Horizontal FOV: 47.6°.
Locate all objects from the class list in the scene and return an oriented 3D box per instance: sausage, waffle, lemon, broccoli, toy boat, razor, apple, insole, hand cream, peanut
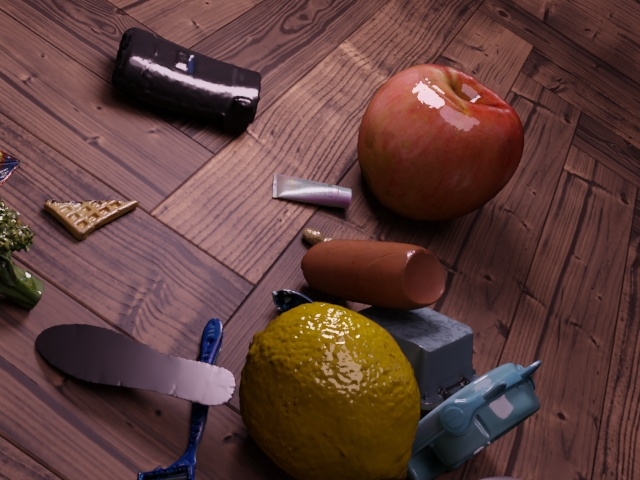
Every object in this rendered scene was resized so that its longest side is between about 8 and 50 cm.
[{"bbox_3d":[0.085,0.059,1.339,0.121,0.304,0.121,-2,94,-39],"label":"sausage"},{"bbox_3d":[-0.419,-0.066,1.339,0.097,0.023,0.152,42,45,10],"label":"waffle"},{"bbox_3d":[0.021,0.243,1.130,0.322,0.268,0.268,35,42,8],"label":"lemon"},{"bbox_3d":[-0.514,0.038,1.123,0.194,0.194,0.220,11,23,-22],"label":"broccoli"},{"bbox_3d":[-0.033,0.136,1.347,0.137,0.060,0.061,41,21,5],"label":"toy boat"},{"bbox_3d":[-0.293,-0.357,1.622,0.326,0.107,0.189,16,44,-19],"label":"razor"},{"bbox_3d":[0.260,-0.212,1.656,0.364,0.364,0.364,16,44,-17],"label":"apple"},{"bbox_3d":[-0.197,0.255,1.154,0.324,0.093,0.056,-80,147,-49],"label":"razor"},{"bbox_3d":[-0.289,0.194,1.134,0.322,0.007,0.109,15,40,0],"label":"insole"},{"bbox_3d":[-0.020,-0.108,1.603,0.174,0.047,0.076,10,47,-11],"label":"hand cream"},{"bbox_3d":[0.000,0.000,1.514,0.083,0.037,0.037,24,43,-4],"label":"peanut"}]

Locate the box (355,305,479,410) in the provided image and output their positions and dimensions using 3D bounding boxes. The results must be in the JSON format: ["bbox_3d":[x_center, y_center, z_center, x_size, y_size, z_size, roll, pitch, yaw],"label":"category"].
[{"bbox_3d":[0.161,0.200,1.302,0.162,0.130,0.227,-14,27,-39],"label":"box"}]

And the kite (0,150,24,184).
[{"bbox_3d":[-0.639,-0.122,1.273,0.234,0.016,0.321,-9,57,-38],"label":"kite"}]

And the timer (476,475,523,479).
[{"bbox_3d":[0.305,0.509,1.062,0.285,0.285,0.285,16,44,-17],"label":"timer"}]

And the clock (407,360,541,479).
[{"bbox_3d":[0.263,0.298,1.211,0.223,0.274,0.094,-17,64,-38],"label":"clock"}]
